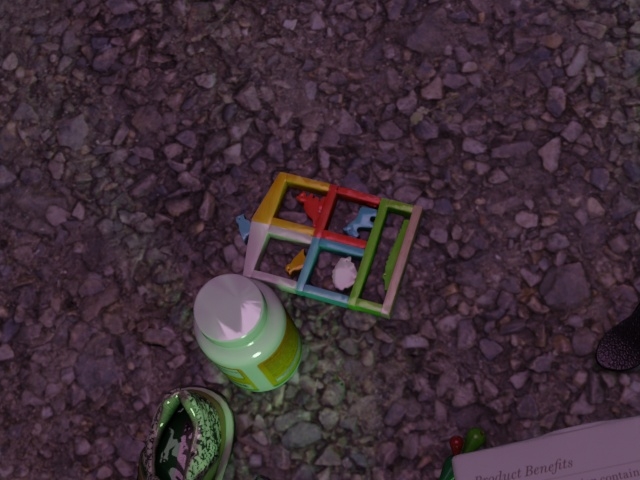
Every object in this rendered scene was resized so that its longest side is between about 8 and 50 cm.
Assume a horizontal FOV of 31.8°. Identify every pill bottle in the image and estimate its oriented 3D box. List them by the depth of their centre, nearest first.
[{"bbox_3d":[-0.111,0.134,1.675,0.136,0.245,0.136,-3,69,8],"label":"pill bottle"}]

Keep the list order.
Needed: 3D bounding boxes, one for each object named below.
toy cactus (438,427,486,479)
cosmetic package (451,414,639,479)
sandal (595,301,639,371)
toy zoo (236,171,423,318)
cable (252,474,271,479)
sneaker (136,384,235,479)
[{"bbox_3d":[0.194,0.382,1.623,0.181,0.112,0.218,-6,77,17],"label":"toy cactus"},{"bbox_3d":[0.385,0.450,1.358,0.330,0.327,0.393,-16,59,21],"label":"cosmetic package"},{"bbox_3d":[0.480,0.138,1.698,0.067,0.040,0.179,41,66,15],"label":"sandal"},{"bbox_3d":[0.000,0.000,1.824,0.293,0.030,0.192,15,73,14],"label":"toy zoo"},{"bbox_3d":[-0.061,0.439,1.632,0.184,0.047,0.150,41,55,5],"label":"cable"},{"bbox_3d":[-0.223,0.396,1.630,0.158,0.182,0.410,-1,70,8],"label":"sneaker"}]
